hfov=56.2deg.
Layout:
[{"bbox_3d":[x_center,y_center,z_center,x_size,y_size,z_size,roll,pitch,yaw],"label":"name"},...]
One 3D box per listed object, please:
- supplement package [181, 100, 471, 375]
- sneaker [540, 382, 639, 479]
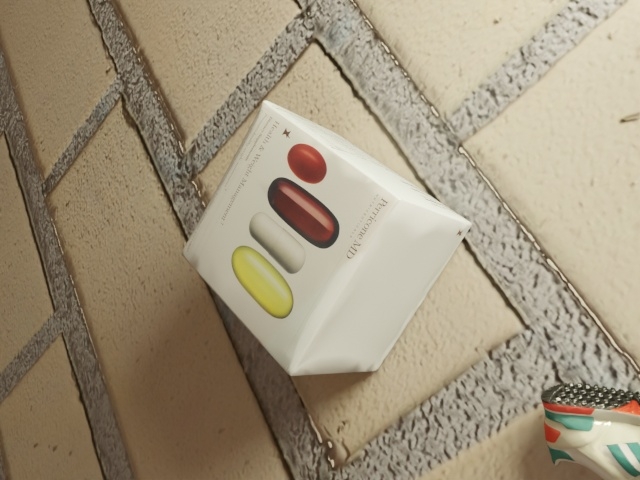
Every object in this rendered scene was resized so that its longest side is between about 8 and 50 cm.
[{"bbox_3d":[0.000,0.000,0.622,0.203,0.149,0.194,40,107,35],"label":"supplement package"},{"bbox_3d":[0.256,0.164,0.470,0.161,0.057,0.075,3,102,36],"label":"sneaker"}]
